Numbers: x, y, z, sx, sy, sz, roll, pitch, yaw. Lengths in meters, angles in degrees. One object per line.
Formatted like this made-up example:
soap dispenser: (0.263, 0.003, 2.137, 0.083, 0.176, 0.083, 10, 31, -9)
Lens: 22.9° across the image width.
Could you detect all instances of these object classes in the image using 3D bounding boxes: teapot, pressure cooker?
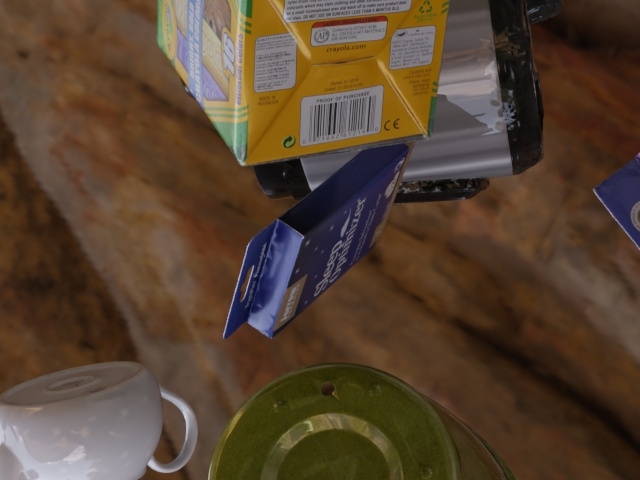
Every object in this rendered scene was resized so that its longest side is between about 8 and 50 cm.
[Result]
teapot: (-0.322, 0.283, 2.193, 0.256, 0.187, 0.252, -10, -171, 10)
pressure cooker: (0.043, -0.233, 1.882, 0.420, 0.375, 0.370, -7, 147, 7)

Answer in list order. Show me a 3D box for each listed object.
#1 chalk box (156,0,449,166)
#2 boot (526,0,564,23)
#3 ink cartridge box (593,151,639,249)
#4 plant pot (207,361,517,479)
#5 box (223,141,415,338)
chalk box: (-0.033, -0.219, 1.340, 0.180, 0.179, 0.289, -10, -143, -21)
boot: (0.212, -0.398, 2.292, 0.094, 0.246, 0.207, 104, 148, -75)
ink cartridge box: (0.554, -0.037, 1.890, 0.324, 0.330, 0.071, 52, 164, 8)
plant pot: (0.036, 0.286, 1.604, 0.366, 0.366, 0.353, 27, 163, 18)
box: (0.000, 0.000, 1.440, 0.036, 0.225, 0.136, 35, 136, 17)
